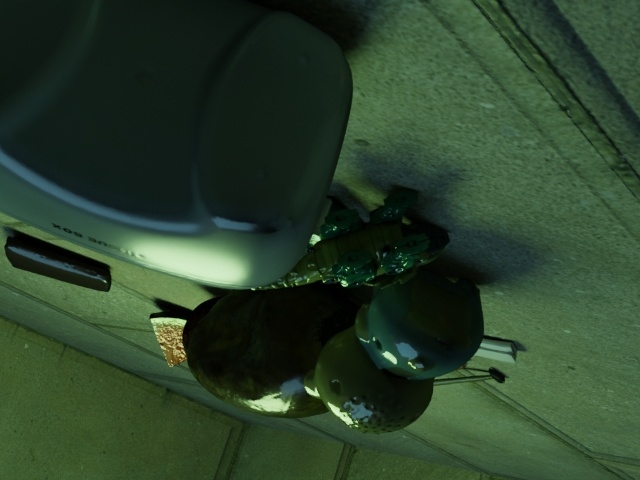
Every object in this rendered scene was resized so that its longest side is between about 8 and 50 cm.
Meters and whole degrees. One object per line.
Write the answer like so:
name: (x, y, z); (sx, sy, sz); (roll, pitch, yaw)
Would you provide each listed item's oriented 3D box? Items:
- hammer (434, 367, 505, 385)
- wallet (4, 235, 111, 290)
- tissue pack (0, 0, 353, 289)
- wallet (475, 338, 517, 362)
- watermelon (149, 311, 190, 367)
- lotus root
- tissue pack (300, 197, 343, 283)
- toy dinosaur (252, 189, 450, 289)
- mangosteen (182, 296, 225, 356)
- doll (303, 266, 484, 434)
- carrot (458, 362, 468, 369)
hammer: (0.258, 0.274, 1.674); (0.198, 0.013, 0.062); (-12, 147, 31)
wallet: (-0.565, 0.057, 1.858); (0.229, 0.049, 0.182); (19, 162, -9)
tissue pack: (-0.151, -0.097, 0.733); (0.333, 0.230, 0.236); (21, 161, -5)
wallet: (0.270, 0.179, 1.450); (0.122, 0.025, 0.061); (9, 153, 27)
watermelon: (-0.311, 0.220, 2.023); (0.145, 0.137, 0.193); (-18, 159, -2)
lotus root: (-0.051, 0.186, 1.451); (0.250, 0.251, 0.346); (29, 157, -28)
tissue pack: (0.000, 0.001, 1.107); (0.085, 0.079, 0.111); (5, 157, 36)
toy dinosaur: (0.034, 0.016, 1.016); (0.259, 0.094, 0.153); (-12, 159, -7)
mangosteen: (-0.198, 0.193, 1.728); (0.172, 0.173, 0.184); (23, 180, -15)
doll: (0.102, 0.163, 1.202); (0.177, 0.162, 0.261); (23, 129, -16)
carrot: (0.214, 0.251, 1.684); (0.048, 0.048, 0.216); (27, 155, -26)
